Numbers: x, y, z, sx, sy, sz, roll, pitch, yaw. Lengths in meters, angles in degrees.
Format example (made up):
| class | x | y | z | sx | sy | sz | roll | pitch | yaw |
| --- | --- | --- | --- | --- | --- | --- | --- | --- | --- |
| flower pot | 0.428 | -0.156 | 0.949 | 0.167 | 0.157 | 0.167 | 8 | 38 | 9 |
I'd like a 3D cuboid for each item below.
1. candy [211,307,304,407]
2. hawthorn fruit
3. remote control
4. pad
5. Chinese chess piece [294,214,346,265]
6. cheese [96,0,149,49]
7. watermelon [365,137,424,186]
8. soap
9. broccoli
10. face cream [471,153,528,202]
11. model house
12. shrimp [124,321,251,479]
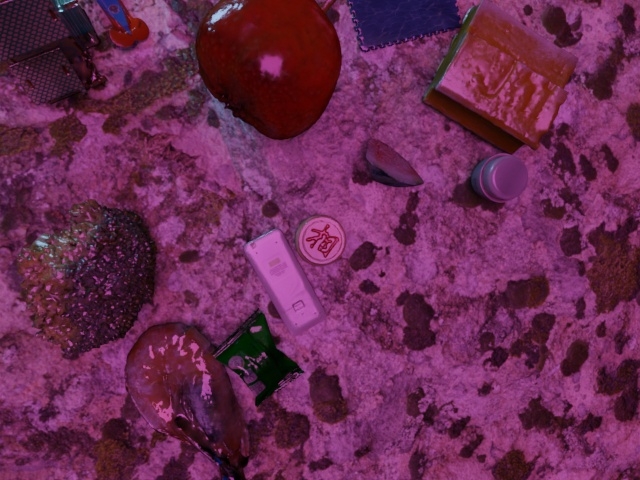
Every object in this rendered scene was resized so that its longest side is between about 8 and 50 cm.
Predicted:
| class | x | y | z | sx | sy | sz | roll | pitch | yaw |
| --- | --- | --- | --- | --- | --- | --- | --- | --- | --- |
| candy | -0.136 | 0.275 | 1.018 | 0.141 | 0.078 | 0.203 | -47 | 115 | -33 |
| hawthorn fruit | -0.075 | -0.381 | 0.893 | 0.287 | 0.287 | 0.330 | 42 | 82 | -11 |
| remote control | -0.082 | 0.099 | 1.046 | 0.103 | 0.034 | 0.250 | -30 | 100 | -6 |
| pad | 0.184 | -0.602 | 1.043 | 0.270 | 0.012 | 0.268 | -19 | 98 | -8 |
| Chinese chess piece | 0.000 | 0.000 | 1.044 | 0.122 | 0.051 | 0.122 | -1 | 95 | -9 |
| cheese | -0.456 | -0.521 | 0.920 | 0.106 | 0.037 | 0.256 | -38 | 106 | -25 |
| watermelon | 0.166 | -0.172 | 1.052 | 0.180 | 0.081 | 0.094 | 34 | 72 | -27 |
| soap | 0.424 | -0.380 | 1.046 | 0.281 | 0.143 | 0.259 | 26 | 90 | -6 |
| broccoli | -0.458 | 0.063 | 0.888 | 0.260 | 0.235 | 0.288 | 36 | 52 | -12 |
| face cream | 0.431 | -0.151 | 1.079 | 0.117 | 0.104 | 0.117 | -1 | 96 | -10 |
| model house | -0.535 | -0.411 | 0.835 | 0.178 | 0.206 | 0.271 | -23 | 98 | -7 |
| shrimp | -0.285 | 0.394 | 1.008 | 0.221 | 0.110 | 0.445 | -26 | 95 | -1 |
